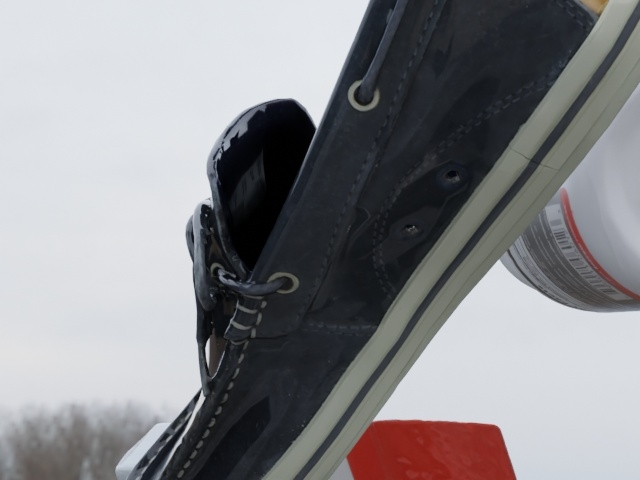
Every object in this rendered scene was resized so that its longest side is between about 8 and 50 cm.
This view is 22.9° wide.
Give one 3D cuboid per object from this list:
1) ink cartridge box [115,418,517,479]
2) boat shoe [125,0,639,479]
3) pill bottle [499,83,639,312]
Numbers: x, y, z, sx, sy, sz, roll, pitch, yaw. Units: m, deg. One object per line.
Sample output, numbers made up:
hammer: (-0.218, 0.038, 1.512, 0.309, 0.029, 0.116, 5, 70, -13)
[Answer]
ink cartridge box: (0.022, 0.322, 1.524, 0.385, 0.091, 0.308, -4, -63, 31)
boat shoe: (0.000, 0.000, 0.872, 0.156, 0.187, 0.500, 32, -58, -5)
pill bottle: (0.274, -0.040, 1.426, 0.210, 0.210, 0.363, 12, -5, -8)
